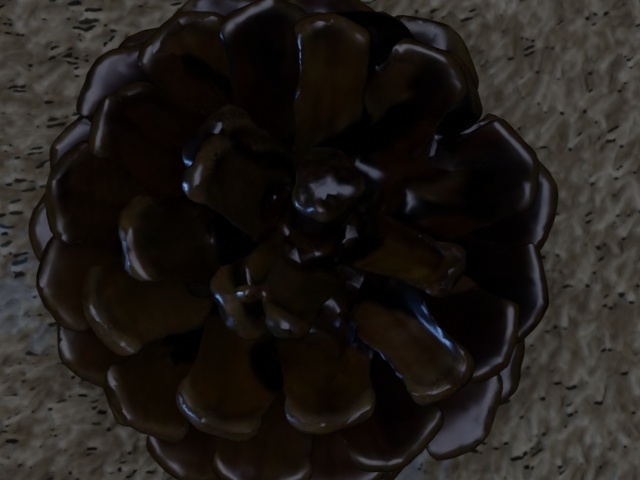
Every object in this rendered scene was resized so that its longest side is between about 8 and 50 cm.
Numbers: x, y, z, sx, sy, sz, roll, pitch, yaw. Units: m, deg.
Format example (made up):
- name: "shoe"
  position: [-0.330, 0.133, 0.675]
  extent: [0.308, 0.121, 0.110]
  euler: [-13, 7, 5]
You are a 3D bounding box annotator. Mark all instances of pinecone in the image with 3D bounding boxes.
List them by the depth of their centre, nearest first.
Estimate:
- name: "pinecone"
  position: [0.000, 0.000, 1.089]
  extent: [0.384, 0.384, 0.385]
  euler: [0, 85, -3]
